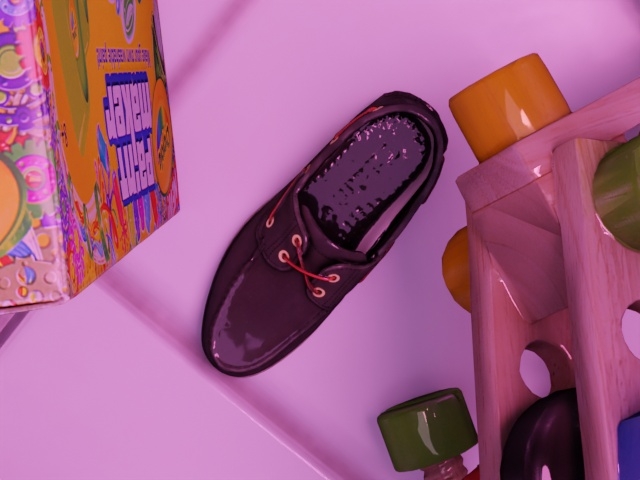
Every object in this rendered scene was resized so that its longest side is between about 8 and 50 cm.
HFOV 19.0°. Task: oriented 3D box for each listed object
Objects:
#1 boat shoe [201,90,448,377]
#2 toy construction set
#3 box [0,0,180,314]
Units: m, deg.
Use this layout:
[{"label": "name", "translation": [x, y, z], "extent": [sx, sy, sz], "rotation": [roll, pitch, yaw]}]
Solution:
[{"label": "boat shoe", "translation": [-0.001, -0.001, 0.731], "extent": [0.049, 0.042, 0.133], "rotation": [39, 97, -4]}, {"label": "toy construction set", "translation": [0.130, -0.037, 0.606], "extent": [0.257, 0.309, 0.237], "rotation": [-20, 89, -4]}, {"label": "box", "translation": [-0.158, -0.123, 0.599], "extent": [0.177, 0.290, 0.279], "rotation": [-6, 96, 2]}]
